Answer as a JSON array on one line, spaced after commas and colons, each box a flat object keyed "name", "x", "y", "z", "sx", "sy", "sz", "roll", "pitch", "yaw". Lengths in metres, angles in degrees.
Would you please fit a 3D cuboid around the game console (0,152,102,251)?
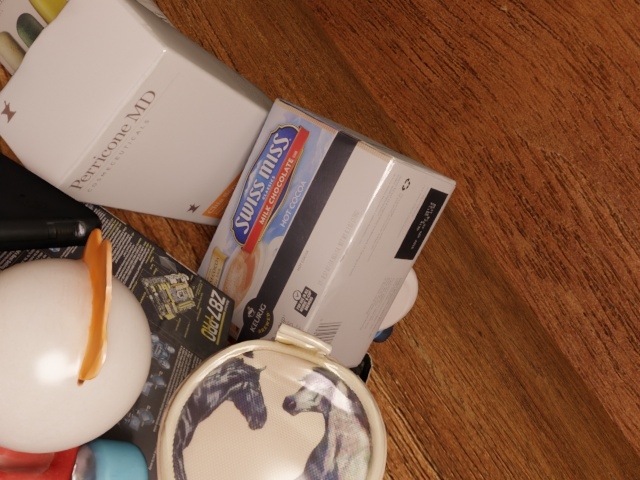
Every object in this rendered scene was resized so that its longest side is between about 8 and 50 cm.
[{"name": "game console", "x": -0.437, "y": -0.067, "z": 0.481, "sx": 0.342, "sy": 0.060, "sz": 0.386, "roll": 23, "pitch": 14, "yaw": 26}]

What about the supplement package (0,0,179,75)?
[{"name": "supplement package", "x": -0.373, "y": -0.317, "z": 0.973, "sx": 0.262, "sy": 0.199, "sz": 0.198, "roll": 49, "pitch": 24, "yaw": 2}]

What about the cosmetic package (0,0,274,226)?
[{"name": "cosmetic package", "x": -0.212, "y": -0.166, "z": 0.877, "sx": 0.161, "sy": 0.230, "sz": 0.453, "roll": 47, "pitch": 12, "yaw": 17}]

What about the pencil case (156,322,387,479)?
[{"name": "pencil case", "x": -0.033, "y": 0.224, "z": 0.561, "sx": 0.160, "sy": 0.410, "sz": 0.183, "roll": 8, "pitch": 61, "yaw": 5}]

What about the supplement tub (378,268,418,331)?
[{"name": "supplement tub", "x": 0.069, "y": 0.039, "z": 1.194, "sx": 0.191, "sy": 0.191, "sz": 0.272, "roll": 32, "pitch": 22, "yaw": -33}]

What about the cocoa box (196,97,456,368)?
[{"name": "cocoa box", "x": 0.000, "y": 0.000, "z": 0.904, "sx": 0.228, "sy": 0.347, "sz": 0.231, "roll": 34, "pitch": 14, "yaw": 31}]

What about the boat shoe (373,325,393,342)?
[{"name": "boat shoe", "x": 0.131, "y": 0.128, "z": 1.297, "sx": 0.089, "sy": 0.109, "sz": 0.258, "roll": 40, "pitch": 28, "yaw": -28}]

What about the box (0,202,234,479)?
[{"name": "box", "x": -0.259, "y": 0.109, "z": 0.626, "sx": 0.318, "sy": 0.097, "sz": 0.395, "roll": 36, "pitch": 21, "yaw": -18}]

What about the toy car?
[{"name": "toy car", "x": -0.184, "y": 0.069, "z": 0.376, "sx": 0.219, "sy": 0.238, "sz": 0.210, "roll": 24, "pitch": 32, "yaw": -39}]

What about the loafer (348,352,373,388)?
[{"name": "loafer", "x": 0.022, "y": 0.242, "z": 0.963, "sx": 0.094, "sy": 0.087, "sz": 0.251, "roll": 49, "pitch": 24, "yaw": 0}]
